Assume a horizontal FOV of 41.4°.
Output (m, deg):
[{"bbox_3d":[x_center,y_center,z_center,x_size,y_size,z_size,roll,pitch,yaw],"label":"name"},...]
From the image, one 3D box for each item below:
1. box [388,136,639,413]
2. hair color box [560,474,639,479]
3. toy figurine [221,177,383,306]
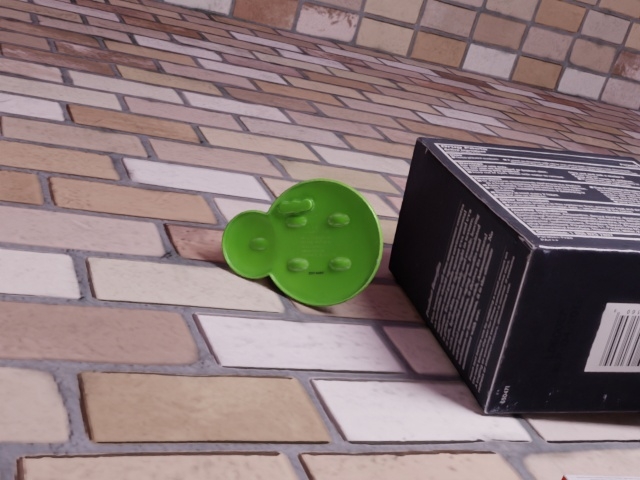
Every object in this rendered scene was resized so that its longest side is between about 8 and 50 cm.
[{"bbox_3d":[0.265,0.029,0.894,0.296,0.183,0.294,4,25,-16],"label":"box"},{"bbox_3d":[0.235,0.233,0.570,0.093,0.053,0.167,9,21,-24],"label":"hair color box"},{"bbox_3d":[0.000,0.000,0.935,0.173,0.130,0.159,-3,2,16],"label":"toy figurine"}]
